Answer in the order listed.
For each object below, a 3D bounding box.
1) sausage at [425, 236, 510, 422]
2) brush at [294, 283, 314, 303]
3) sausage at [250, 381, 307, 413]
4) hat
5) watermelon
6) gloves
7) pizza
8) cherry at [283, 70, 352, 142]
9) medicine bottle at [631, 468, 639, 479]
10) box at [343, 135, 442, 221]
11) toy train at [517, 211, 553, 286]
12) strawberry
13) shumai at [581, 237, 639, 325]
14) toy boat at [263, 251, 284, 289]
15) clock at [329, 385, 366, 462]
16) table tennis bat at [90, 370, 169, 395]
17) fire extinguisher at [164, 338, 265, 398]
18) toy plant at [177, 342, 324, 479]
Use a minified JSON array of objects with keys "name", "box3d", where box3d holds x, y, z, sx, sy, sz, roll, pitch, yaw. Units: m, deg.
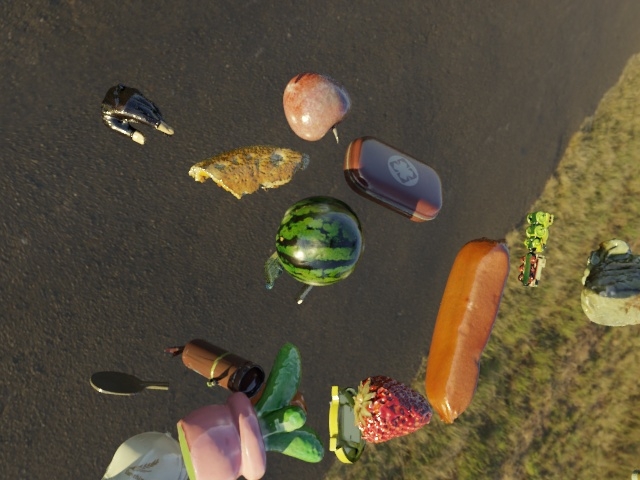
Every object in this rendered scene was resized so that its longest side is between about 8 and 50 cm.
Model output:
[{"name":"sausage","box3d":[0.259,0.149,0.781,0.094,0.097,0.348,23,76,-2]},{"name":"brush","box3d":[-0.032,0.148,1.521,0.190,0.034,0.028,-51,158,15]},{"name":"sausage","box3d":[-0.148,0.579,1.506,0.141,0.268,0.153,35,63,-19]},{"name":"hat","box3d":[-0.546,0.701,1.280,0.301,0.258,0.167,-21,128,-82]},{"name":"watermelon","box3d":[0.000,0.000,1.351,0.285,0.285,0.284,-12,109,-39]},{"name":"gloves","box3d":[-0.473,-0.332,1.145,0.129,0.181,0.106,-75,-179,-51]},{"name":"pizza","box3d":[-0.149,-0.160,0.970,0.271,0.134,0.056,-19,154,-22]},{"name":"cherry","box3d":[-0.007,-0.478,1.559,0.236,0.213,0.285,-32,90,-26]},{"name":"medicine bottle","box3d":[0.877,0.636,1.142,0.047,0.083,0.047,4,68,-9]},{"name":"box","box3d":[0.270,-0.223,1.560,0.404,0.108,0.263,21,53,-19]},{"name":"toy train","box3d":[0.691,0.030,1.388,0.085,0.053,0.249,14,85,-20]},{"name":"strawberry","box3d":[0.236,0.538,1.368,0.245,0.205,0.205,14,92,-8]},{"name":"shumai","box3d":[0.895,0.122,1.298,0.189,0.256,0.218,85,4,-50]},{"name":"toy boat","box3d":[-0.147,0.064,1.719,0.084,0.111,0.276,38,64,0]},{"name":"clock","box3d":[0.099,0.727,1.713,0.293,0.071,0.277,51,35,-42]},{"name":"table tennis bat","box3d":[-0.581,0.441,1.326,0.235,0.131,0.022,19,93,-37]},{"name":"fire extinguisher","box3d":[-0.324,0.366,1.274,0.142,0.342,0.105,11,88,-52]},{"name":"toy plant","box3d":[-0.175,0.458,1.099,0.357,0.210,0.316,-13,76,-21]}]
